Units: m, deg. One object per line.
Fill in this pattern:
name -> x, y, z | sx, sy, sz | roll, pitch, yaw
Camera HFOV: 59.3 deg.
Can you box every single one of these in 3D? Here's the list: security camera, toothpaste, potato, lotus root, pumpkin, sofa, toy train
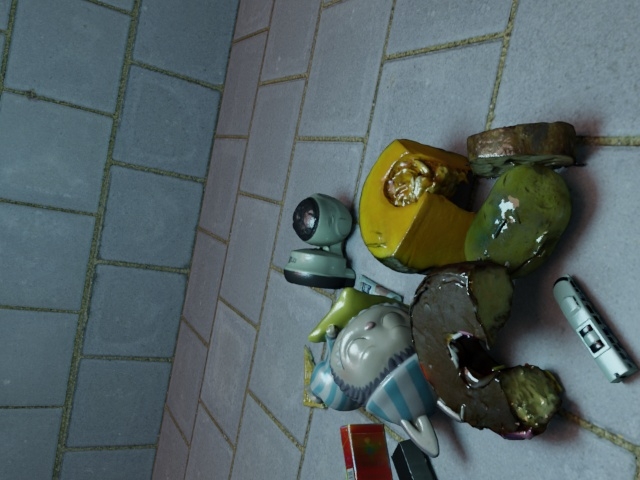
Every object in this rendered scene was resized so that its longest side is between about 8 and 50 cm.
security camera -> 0.000, 0.000, 1.685 | 0.197, 0.191, 0.277 | 6, 86, 62
toothpaste -> 0.153, 0.141, 1.538 | 0.205, 0.036, 0.056 | 21, 99, 64
potato -> 0.375, -0.027, 1.082 | 0.248, 0.143, 0.169 | -61, 39, 33
lotus root -> 0.376, -0.175, 1.118 | 0.260, 0.170, 0.075 | -4, 82, 53
pumpkin -> 0.231, -0.065, 1.288 | 0.256, 0.225, 0.303 | -50, 36, 36
sofa -> 0.221, 0.542, 1.294 | 0.085, 0.060, 0.147 | 103, 155, -43
toy train -> 0.466, 0.146, 0.979 | 0.043, 0.047, 0.208 | -55, 40, 36

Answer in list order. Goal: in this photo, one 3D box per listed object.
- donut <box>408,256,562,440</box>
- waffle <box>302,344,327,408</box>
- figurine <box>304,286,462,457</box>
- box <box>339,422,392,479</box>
donut -> 0.300, 0.209, 1.091 | 0.259, 0.136, 0.345 | -31, 80, 62
waffle -> -0.016, 0.420, 1.749 | 0.125, 0.032, 0.191 | -20, 67, 59
figurine -> 0.135, 0.349, 1.289 | 0.378, 0.266, 0.361 | 62, 139, 47
box -> 0.115, 0.551, 1.408 | 0.048, 0.112, 0.175 | -43, 46, 48
